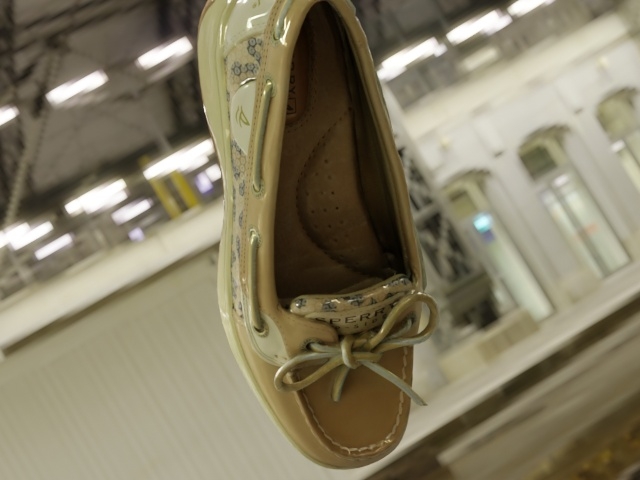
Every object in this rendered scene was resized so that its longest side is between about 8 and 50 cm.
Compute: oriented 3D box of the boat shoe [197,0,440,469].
[{"bbox_3d":[0.000,0.000,0.849,0.105,0.285,0.089,-20,20,-18],"label":"boat shoe"}]
